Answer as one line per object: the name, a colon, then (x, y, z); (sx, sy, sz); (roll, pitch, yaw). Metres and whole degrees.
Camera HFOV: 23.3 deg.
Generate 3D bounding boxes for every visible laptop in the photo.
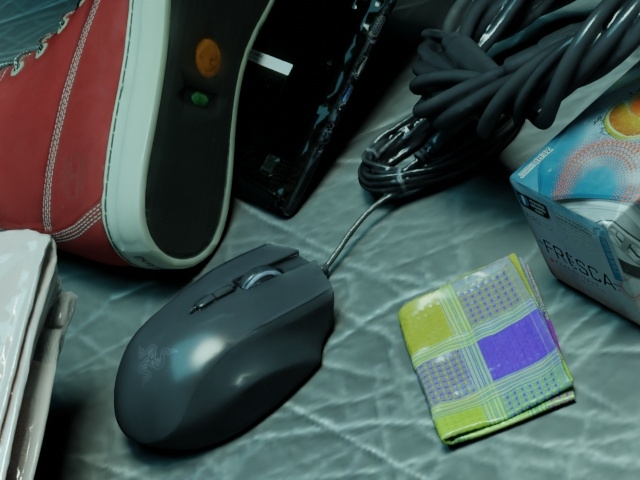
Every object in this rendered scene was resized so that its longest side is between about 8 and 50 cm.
laptop: (0.005, -0.146, 0.862); (0.234, 0.136, 0.264); (25, 90, 45)

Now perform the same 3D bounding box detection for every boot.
boot: (-0.116, -0.111, 0.788); (0.176, 0.088, 0.244); (6, 79, 37)

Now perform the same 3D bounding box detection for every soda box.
soda box: (0.166, -0.052, 0.629); (0.183, 0.063, 0.058); (-42, 41, -14)

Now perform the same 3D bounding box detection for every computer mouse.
computer mouse: (0.000, 0.000, 0.691); (0.242, 0.041, 0.071); (-45, 42, -18)

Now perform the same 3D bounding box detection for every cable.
cable: (0.106, -0.094, 0.676); (0.150, 0.047, 0.184); (-50, 21, -27)

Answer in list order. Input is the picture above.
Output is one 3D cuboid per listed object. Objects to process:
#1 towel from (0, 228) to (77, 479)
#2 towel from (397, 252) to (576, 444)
towel: (-0.271, 0.151, 0.636); (0.332, 0.053, 0.317); (-5, 56, 21)
towel: (0.066, 0.043, 0.631); (0.060, 0.009, 0.083); (-23, 40, 7)
